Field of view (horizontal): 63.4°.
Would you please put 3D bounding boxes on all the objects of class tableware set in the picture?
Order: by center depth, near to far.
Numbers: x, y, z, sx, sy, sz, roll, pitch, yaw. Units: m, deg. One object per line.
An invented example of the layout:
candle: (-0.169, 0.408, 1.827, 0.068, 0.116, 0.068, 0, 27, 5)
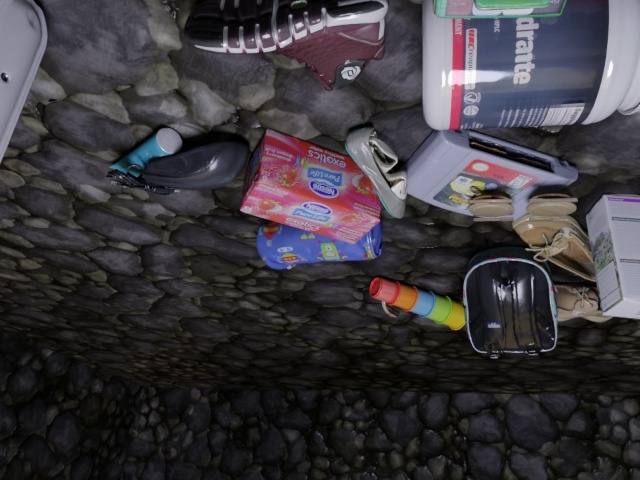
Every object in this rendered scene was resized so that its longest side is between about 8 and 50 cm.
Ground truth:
tableware set: (0.385, -0.074, 0.998, 0.194, 0.039, 0.128, 1, 165, 21)

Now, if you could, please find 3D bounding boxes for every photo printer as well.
photo printer: (-0.522, -0.219, 0.696, 0.256, 0.307, 0.107, -3, 152, 10)

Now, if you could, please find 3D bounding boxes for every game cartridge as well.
game cartridge: (0.316, -0.119, 1.017, 0.294, 0.060, 0.196, 13, 155, -14)

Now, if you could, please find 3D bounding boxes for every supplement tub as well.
supplement tub: (0.265, -0.238, 0.646, 0.272, 0.191, 0.191, -1, 152, 11)

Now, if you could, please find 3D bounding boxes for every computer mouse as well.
computer mouse: (-0.258, -0.127, 1.026, 0.272, 0.072, 0.188, -13, 176, 21)

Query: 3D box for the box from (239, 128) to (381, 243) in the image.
box: (-0.015, -0.101, 1.026, 0.257, 0.128, 0.122, 17, 151, -19)

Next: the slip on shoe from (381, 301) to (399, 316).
slip on shoe: (0.216, 0.214, 1.675, 0.041, 0.051, 0.135, 4, 161, 29)

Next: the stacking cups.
stacking cups: (0.291, 0.185, 1.567, 0.316, 0.096, 0.096, 19, 149, -19)

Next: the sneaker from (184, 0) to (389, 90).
sneaker: (-0.039, -0.269, 0.741, 0.282, 0.106, 0.162, -2, 155, 12)

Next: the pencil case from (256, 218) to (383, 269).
pencil case: (0.000, 0.000, 1.220, 0.306, 0.119, 0.133, -8, 120, 24)

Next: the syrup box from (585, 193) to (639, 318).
syrup box: (0.614, 0.029, 1.044, 0.096, 0.236, 0.093, 5, 153, 4)

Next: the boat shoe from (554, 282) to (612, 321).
boat shoe: (0.713, 0.162, 1.429, 0.302, 0.109, 0.098, 10, 147, -21)

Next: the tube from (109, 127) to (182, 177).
tube: (-0.352, -0.166, 1.053, 0.080, 0.052, 0.207, 26, 150, -35)

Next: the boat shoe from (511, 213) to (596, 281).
boat shoe: (0.556, 0.013, 1.181, 0.285, 0.089, 0.104, 19, 150, -23)

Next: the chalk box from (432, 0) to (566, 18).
chalk box: (0.180, -0.309, 0.502, 0.133, 0.213, 0.132, 2, 152, 6)

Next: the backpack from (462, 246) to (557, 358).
backpack: (0.476, 0.141, 1.309, 0.225, 0.191, 0.253, -6, 110, 24)

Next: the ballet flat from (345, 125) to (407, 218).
ballet flat: (0.125, -0.124, 0.976, 0.068, 0.072, 0.213, -19, 126, 31)
